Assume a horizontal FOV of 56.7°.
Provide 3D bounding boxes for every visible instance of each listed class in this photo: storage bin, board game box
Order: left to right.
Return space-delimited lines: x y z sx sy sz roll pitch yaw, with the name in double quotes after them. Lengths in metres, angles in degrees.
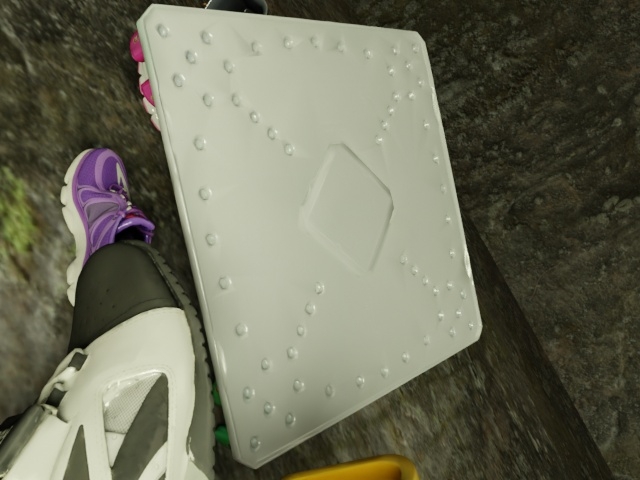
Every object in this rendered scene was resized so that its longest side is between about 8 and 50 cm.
-0.137 -0.310 0.900 0.098 0.135 0.091 36 9 6 "storage bin"
0.017 -0.030 0.626 0.390 0.050 0.390 -15 94 -44 "board game box"

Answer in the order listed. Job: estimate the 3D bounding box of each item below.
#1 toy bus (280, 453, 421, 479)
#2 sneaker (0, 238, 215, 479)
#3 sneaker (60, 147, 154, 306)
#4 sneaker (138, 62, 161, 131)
0.037 0.209 0.284 0.202 0.104 0.191 45 31 -49 "toy bus"
-0.135 0.132 0.303 0.146 0.122 0.331 8 49 -30 "sneaker"
-0.170 -0.014 0.506 0.068 0.071 0.170 29 35 -52 "sneaker"
-0.119 -0.144 0.731 0.252 0.111 0.103 55 22 -10 "sneaker"
